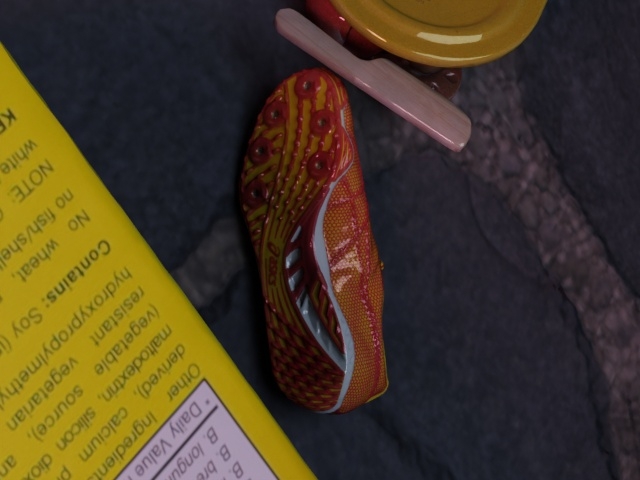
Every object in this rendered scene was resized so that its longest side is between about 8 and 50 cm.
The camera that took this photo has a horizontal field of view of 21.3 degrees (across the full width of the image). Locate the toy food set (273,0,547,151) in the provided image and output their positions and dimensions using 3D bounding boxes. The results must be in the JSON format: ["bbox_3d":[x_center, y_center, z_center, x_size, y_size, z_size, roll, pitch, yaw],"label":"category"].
[{"bbox_3d":[0.052,-0.135,0.921,0.128,0.071,0.218,28,56,0],"label":"toy food set"}]

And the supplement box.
[{"bbox_3d":[-0.144,0.112,0.630,0.194,0.195,0.356,-47,113,-34],"label":"supplement box"}]

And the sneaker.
[{"bbox_3d":[0.000,0.000,0.867,0.067,0.064,0.175,-2,90,-61],"label":"sneaker"}]
